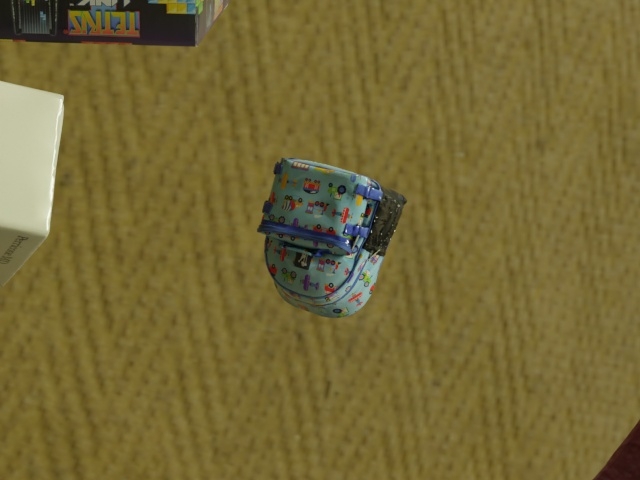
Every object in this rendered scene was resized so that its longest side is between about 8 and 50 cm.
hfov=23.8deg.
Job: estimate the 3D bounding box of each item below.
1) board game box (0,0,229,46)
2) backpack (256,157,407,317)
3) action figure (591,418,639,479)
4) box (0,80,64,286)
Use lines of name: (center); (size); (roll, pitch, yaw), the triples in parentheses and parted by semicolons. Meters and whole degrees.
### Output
board game box: (-0.137, -0.161, 0.970); (0.141, 0.170, 0.048); (3, 107, 3)
backpack: (0.000, 0.000, 1.818); (0.117, 0.158, 0.173); (20, 89, -65)
action figure: (0.203, -0.032, 0.456); (0.370, 0.248, 0.275); (-70, 159, -4)
box: (-0.341, -0.059, 1.217); (0.232, 0.148, 0.127); (12, 66, -23)
